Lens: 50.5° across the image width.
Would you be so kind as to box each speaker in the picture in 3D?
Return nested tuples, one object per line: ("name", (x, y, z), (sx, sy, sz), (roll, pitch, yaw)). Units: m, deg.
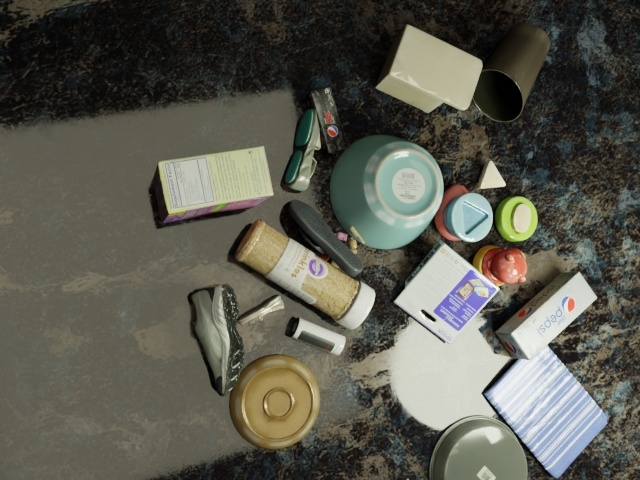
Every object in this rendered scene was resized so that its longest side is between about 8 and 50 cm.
("speaker", (-0.006, 0.245, 1.730), (0.136, 0.055, 0.055), (25, 79, -15))

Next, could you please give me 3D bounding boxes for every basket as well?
("basket", (0.538, -0.480, 1.896), (0.154, 0.204, 0.227), (22, 67, 25))

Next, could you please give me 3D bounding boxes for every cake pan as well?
("cake pan", (0.438, 0.628, 1.842), (0.292, 0.054, 0.294), (1, 86, -17))

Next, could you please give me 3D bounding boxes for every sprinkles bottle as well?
("sprinkles bottle", (-0.037, 0.087, 1.697), (0.355, 0.121, 0.121), (32, 78, -12))

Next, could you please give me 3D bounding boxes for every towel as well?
("towel", (0.644, 0.476, 1.931), (0.243, 0.040, 0.336), (-42, 97, -13))

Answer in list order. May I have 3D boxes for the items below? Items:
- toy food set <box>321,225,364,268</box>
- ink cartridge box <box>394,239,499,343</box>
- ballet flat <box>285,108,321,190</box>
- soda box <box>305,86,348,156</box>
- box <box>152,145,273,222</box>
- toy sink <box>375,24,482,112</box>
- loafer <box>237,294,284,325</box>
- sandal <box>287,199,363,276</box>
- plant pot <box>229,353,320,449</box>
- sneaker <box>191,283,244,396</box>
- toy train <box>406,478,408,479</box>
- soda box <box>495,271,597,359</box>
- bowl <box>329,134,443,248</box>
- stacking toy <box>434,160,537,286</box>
("toy food set", (0.051, 0.019, 1.772), (0.122, 0.019, 0.078), (-37, 97, 4))
("ink cartridge box", (0.336, 0.141, 1.833), (0.206, 0.045, 0.208), (38, 99, -11))
("ballet flat", (-0.035, -0.231, 1.753), (0.068, 0.072, 0.213), (20, 83, -35))
("soda box", (0.016, -0.309, 1.775), (0.060, 0.053, 0.169), (-17, 91, -17))
("box", (-0.257, -0.128, 1.594), (0.242, 0.213, 0.118), (-11, 89, -18))
("toy sink", (0.290, -0.445, 1.830), (0.234, 0.131, 0.153), (21, 80, -10))
("loafer", (-0.145, 0.182, 1.699), (0.125, 0.045, 0.039), (-32, 102, -19))
("sandal", (0.000, 0.001, 1.720), (0.254, 0.097, 0.054), (48, 116, 7))
("plant pot", (-0.109, 0.406, 1.699), (0.236, 0.032, 0.237), (1, 87, -17))
("sneaker", (-0.251, 0.242, 1.645), (0.107, 0.100, 0.272), (-5, 95, 15))
("toy train", (0.285, 0.743, 1.768), (0.143, 0.105, 0.248), (4, 85, -27))
("soda box", (0.635, 0.210, 1.911), (0.286, 0.091, 0.098), (-38, 96, -16))
("bowl", (0.193, -0.138, 1.762), (0.311, 0.163, 0.312), (1, 85, -16))
("stacking toy", (0.488, -0.050, 1.851), (0.309, 0.130, 0.279), (46, 74, -15))
